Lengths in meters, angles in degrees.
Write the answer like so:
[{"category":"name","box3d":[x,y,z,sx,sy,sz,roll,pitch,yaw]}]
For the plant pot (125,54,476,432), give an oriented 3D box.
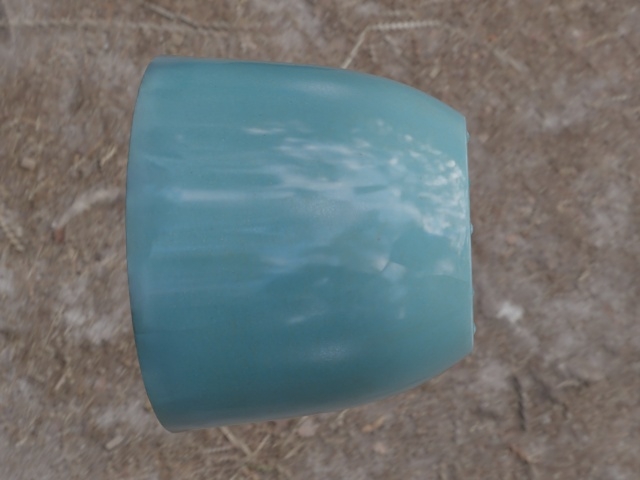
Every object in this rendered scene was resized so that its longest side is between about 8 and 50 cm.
[{"category":"plant pot","box3d":[0.000,0.000,1.034,0.235,0.293,0.293,-1,67,6]}]
